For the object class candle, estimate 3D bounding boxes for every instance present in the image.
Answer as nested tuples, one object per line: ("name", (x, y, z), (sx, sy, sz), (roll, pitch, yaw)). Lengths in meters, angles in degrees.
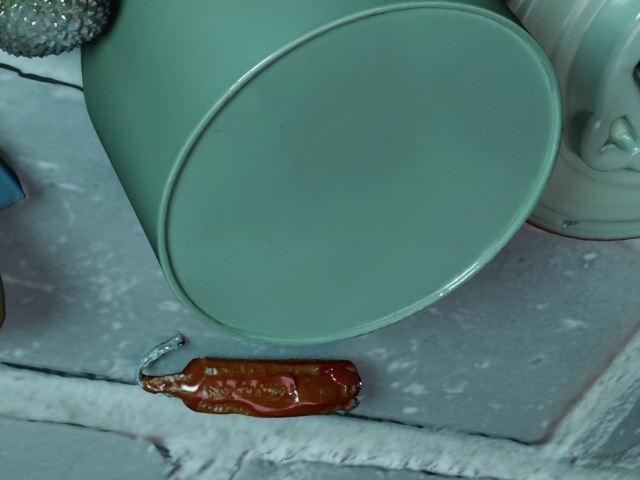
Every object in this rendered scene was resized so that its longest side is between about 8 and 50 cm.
("candle", (-0.047, 0.092, 1.115), (0.162, 0.053, 0.048), (4, 123, -29))

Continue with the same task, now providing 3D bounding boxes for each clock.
("clock", (0.233, -0.122, 1.039), (0.319, 0.080, 0.318), (-16, 137, -16))

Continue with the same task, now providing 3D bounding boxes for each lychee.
("lychee", (-0.138, -0.126, 0.843), (0.083, 0.068, 0.067), (-30, 97, 5))

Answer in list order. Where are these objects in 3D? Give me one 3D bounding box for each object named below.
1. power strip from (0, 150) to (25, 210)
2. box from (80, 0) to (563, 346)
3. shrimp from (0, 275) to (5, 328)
("power strip", (-0.213, -0.053, 0.893), (0.056, 0.032, 0.123), (-32, 138, 1))
("box", (-0.003, -0.074, 0.901), (0.226, 0.149, 0.226), (-15, 136, -15))
("shrimp", (-0.265, -0.023, 0.855), (0.145, 0.061, 0.267), (0, 146, 30))
